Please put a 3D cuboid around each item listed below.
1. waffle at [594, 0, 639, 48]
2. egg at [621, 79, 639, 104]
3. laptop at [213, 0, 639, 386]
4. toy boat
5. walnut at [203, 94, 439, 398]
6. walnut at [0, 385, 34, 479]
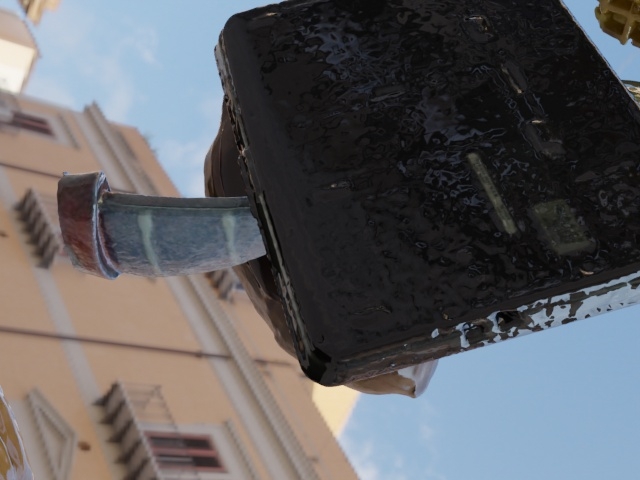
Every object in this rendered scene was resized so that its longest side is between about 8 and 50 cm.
[{"bbox_3d":[0.512,-0.326,1.436,0.309,0.283,0.065,-14,-152,51],"label":"waffle"},{"bbox_3d":[0.317,-0.064,1.133,0.218,0.295,0.219,5,-76,21],"label":"egg"},{"bbox_3d":[0.043,-0.044,0.415,0.026,0.153,0.207,80,-5,-45],"label":"laptop"},{"bbox_3d":[-0.053,-0.003,0.483,0.096,0.122,0.034,96,-5,-63],"label":"toy boat"},{"bbox_3d":[0.000,0.000,0.715,0.245,0.137,0.137,52,-53,4],"label":"walnut"},{"bbox_3d":[-0.195,0.099,0.346,0.195,0.195,0.222,-14,-77,48],"label":"walnut"}]
